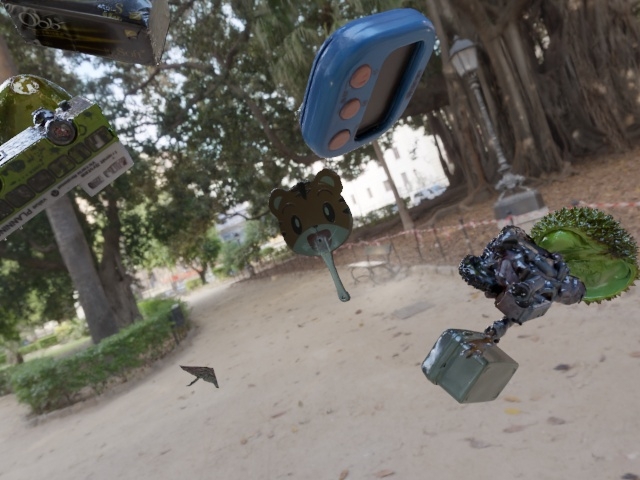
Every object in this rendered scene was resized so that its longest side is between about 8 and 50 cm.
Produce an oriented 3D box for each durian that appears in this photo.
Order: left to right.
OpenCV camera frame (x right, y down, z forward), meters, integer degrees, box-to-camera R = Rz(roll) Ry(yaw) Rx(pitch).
[{"bbox_3d":[0.592,0.024,1.036,0.176,0.237,0.200,-43,-20,-42],"label":"durian"}]

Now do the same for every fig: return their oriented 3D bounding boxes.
[{"bbox_3d":[-0.818,-0.343,1.315,0.258,0.258,0.326,-19,-12,-19],"label":"fig"}]

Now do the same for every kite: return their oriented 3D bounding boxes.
[{"bbox_3d":[-0.349,0.394,1.310,0.157,0.139,0.011,-41,21,35],"label":"kite"}]

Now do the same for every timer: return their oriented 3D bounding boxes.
[{"bbox_3d":[0.101,-0.351,1.039,0.309,0.115,0.340,-29,-22,-29],"label":"timer"}]

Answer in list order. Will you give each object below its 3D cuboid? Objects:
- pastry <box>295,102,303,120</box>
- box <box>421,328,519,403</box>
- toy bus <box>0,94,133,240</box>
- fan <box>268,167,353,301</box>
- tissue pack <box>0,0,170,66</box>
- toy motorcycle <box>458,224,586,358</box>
[{"bbox_3d":[0.053,-0.411,1.436,0.259,0.089,0.121,-4,38,1],"label":"pastry"},{"bbox_3d":[0.351,0.291,1.057,0.210,0.147,0.129,17,17,-44],"label":"box"},{"bbox_3d":[-0.477,-0.108,0.758,0.302,0.139,0.113,-44,46,-18],"label":"toy bus"},{"bbox_3d":[0.000,0.000,0.770,0.153,0.226,0.008,-20,0,29],"label":"fan"},{"bbox_3d":[-0.621,-0.629,1.232,0.370,0.209,0.198,7,-14,-8],"label":"tissue pack"},{"bbox_3d":[0.365,0.085,0.847,0.401,0.207,0.134,-23,-37,-46],"label":"toy motorcycle"}]
